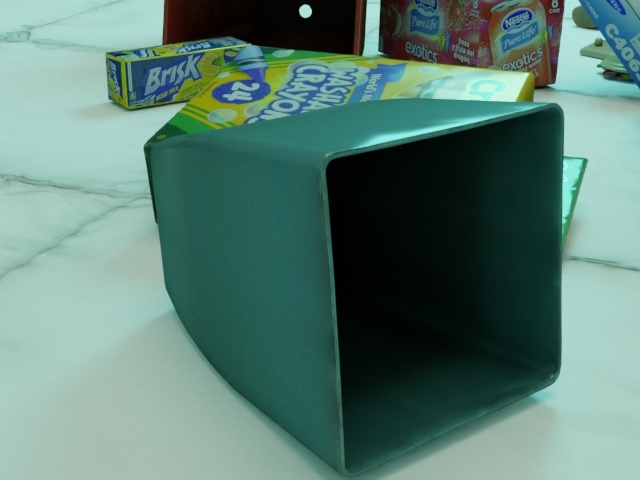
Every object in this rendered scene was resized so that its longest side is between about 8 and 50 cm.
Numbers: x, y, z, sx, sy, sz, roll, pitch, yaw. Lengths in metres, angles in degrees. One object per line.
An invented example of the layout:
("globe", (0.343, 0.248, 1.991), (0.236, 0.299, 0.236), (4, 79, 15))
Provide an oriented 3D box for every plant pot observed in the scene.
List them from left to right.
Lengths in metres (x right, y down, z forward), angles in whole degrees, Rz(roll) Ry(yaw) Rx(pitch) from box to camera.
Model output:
("plant pot", (-0.046, -0.380, 1.373), (0.267, 0.267, 0.236), (7, 13, 13))
("plant pot", (0.000, 0.000, 0.600), (0.165, 0.166, 0.234), (-16, 21, -35))

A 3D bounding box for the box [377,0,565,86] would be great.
("box", (0.189, -0.285, 1.304), (0.128, 0.123, 0.257), (-9, 25, -23))

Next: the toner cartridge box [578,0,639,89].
("toner cartridge box", (0.499, -0.338, 1.250), (0.347, 0.165, 0.075), (-33, -4, -20))

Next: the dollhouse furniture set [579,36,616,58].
("dollhouse furniture set", (0.457, -0.342, 1.388), (0.144, 0.151, 0.123), (-28, 34, -35))

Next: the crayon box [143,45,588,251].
("crayon box", (0.047, -0.074, 0.816), (0.322, 0.083, 0.203), (9, 36, 17))

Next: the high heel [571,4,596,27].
("high heel", (0.527, -0.367, 1.565), (0.117, 0.082, 0.244), (-31, 25, -35))

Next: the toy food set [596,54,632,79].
("toy food set", (0.409, -0.228, 1.311), (0.083, 0.020, 0.082), (18, 29, 34))

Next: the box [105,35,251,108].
("box", (-0.164, -0.199, 1.167), (0.169, 0.059, 0.054), (-15, 27, -33))
